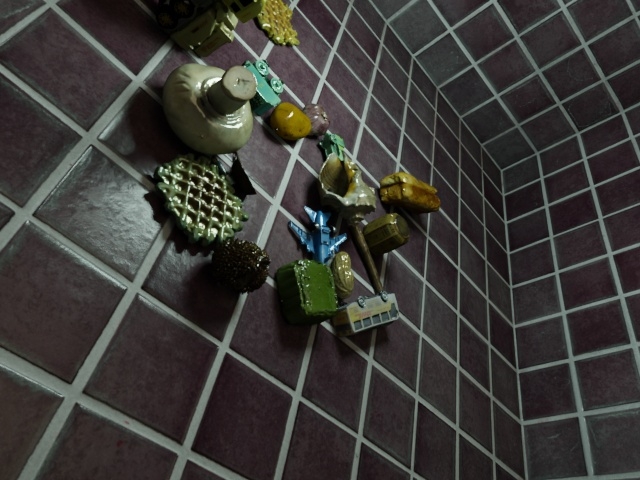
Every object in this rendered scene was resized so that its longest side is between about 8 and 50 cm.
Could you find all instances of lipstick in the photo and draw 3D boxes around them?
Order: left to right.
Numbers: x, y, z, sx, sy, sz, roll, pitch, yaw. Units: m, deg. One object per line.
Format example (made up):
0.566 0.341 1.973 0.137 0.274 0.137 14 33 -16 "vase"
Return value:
-0.330 -0.233 1.705 0.116 0.037 0.037 58 36 -1 "lipstick"

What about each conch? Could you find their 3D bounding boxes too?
0.084 -0.200 2.072 0.263 0.186 0.324 12 45 -40 "conch"

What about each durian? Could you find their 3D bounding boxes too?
-0.226 0.075 1.510 0.196 0.196 0.167 9 73 -48 "durian"

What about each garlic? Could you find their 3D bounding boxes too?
-0.018 -0.530 2.211 0.147 0.102 0.159 53 37 -11 "garlic"

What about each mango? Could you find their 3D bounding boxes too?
-0.114 -0.480 2.051 0.227 0.109 0.147 -11 89 -53 "mango"

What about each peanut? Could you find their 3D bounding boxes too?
0.083 0.128 1.938 0.083 0.093 0.194 6 63 -18 "peanut"

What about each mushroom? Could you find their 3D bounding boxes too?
-0.351 -0.410 1.616 0.315 0.315 0.356 40 7 -28 "mushroom"

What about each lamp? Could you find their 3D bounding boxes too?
0.281 -0.026 2.196 0.161 0.185 0.162 31 47 -40 "lamp"

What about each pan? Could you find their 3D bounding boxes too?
-0.275 -0.225 1.754 0.202 0.048 0.129 -122 -172 -62 "pan"

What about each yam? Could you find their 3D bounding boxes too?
0.200 0.081 2.150 0.045 0.045 0.327 -17 82 -31 "yam"

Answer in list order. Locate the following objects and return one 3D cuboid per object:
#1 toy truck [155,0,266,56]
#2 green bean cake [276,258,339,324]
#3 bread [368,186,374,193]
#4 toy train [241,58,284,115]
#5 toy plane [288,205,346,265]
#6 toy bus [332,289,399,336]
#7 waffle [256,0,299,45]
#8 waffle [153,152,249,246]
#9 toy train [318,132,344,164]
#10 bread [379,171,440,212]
-0.358 -0.799 1.721 0.254 0.404 0.181 43 40 -41 "toy truck"
-0.040 0.176 1.738 0.200 0.113 0.215 9 61 -47 "green bean cake"
0.164 -0.198 2.296 0.152 0.105 0.077 17 49 -5 "bread"
-0.243 -0.597 1.977 0.203 0.112 0.163 48 45 -19 "toy train"
0.000 0.000 1.911 0.253 0.105 0.272 12 54 -31 "toy plane"
0.181 0.278 1.957 0.342 0.097 0.138 -2 72 -51 "toy bus"
-0.210 -1.029 2.326 0.281 0.058 0.301 -25 90 -52 "waffle"
-0.368 -0.127 1.572 0.309 0.056 0.291 58 36 -5 "waffle"
0.065 -0.376 2.237 0.132 0.083 0.201 15 60 -53 "toy train"
0.445 -0.234 2.523 0.343 0.195 0.149 14 78 -46 "bread"
